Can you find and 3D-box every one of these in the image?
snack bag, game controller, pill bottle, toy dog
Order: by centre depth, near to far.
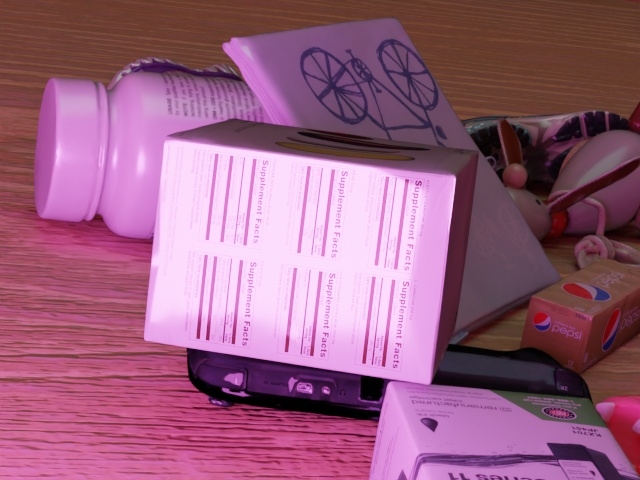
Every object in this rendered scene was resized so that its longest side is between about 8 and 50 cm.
[{"bbox_3d":[0.054,0.107,1.302,0.319,0.067,0.166,8,3,-7],"label":"game controller"},{"bbox_3d":[0.081,-0.061,1.558,0.342,0.037,0.323,58,30,7],"label":"snack bag"},{"bbox_3d":[-0.124,-0.078,1.590,0.283,0.160,0.160,5,18,-18],"label":"pill bottle"},{"bbox_3d":[0.301,-0.080,1.834,0.220,0.161,0.333,15,18,17],"label":"toy dog"}]

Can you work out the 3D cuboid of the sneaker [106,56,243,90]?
[{"bbox_3d":[-0.151,-0.156,1.950,0.104,0.095,0.236,33,26,35],"label":"sneaker"}]

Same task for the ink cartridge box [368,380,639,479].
[{"bbox_3d":[0.124,0.175,1.056,0.153,0.087,0.208,6,18,-10],"label":"ink cartridge box"}]

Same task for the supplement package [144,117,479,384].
[{"bbox_3d":[0.000,0.000,1.205,0.203,0.149,0.194,8,9,8],"label":"supplement package"}]

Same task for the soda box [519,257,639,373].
[{"bbox_3d":[0.249,0.066,1.517,0.061,0.058,0.181,19,20,26],"label":"soda box"}]

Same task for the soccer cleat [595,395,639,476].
[{"bbox_3d":[0.298,0.175,1.176,0.095,0.083,0.248,4,15,-44],"label":"soccer cleat"}]

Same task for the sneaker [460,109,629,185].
[{"bbox_3d":[0.264,-0.120,2.034,0.283,0.110,0.122,1,16,-27],"label":"sneaker"}]
